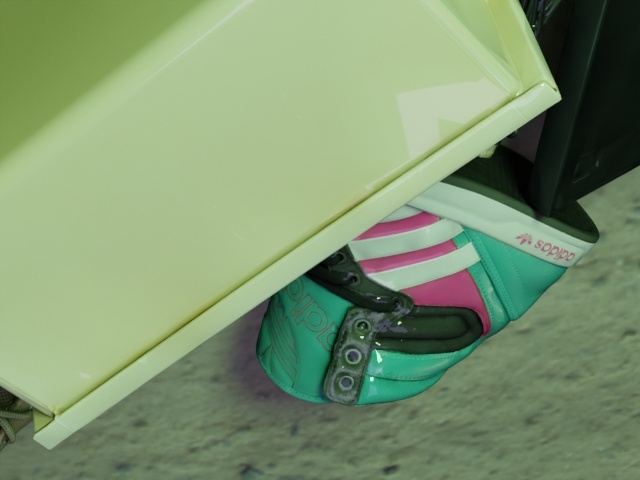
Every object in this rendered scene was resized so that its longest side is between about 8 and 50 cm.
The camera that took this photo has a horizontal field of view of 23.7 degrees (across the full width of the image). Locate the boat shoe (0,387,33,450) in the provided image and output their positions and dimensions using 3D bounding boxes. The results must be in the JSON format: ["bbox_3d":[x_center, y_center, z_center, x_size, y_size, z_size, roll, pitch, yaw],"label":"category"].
[{"bbox_3d":[-0.200,0.076,0.891,0.324,0.116,0.123,-35,130,20],"label":"boat shoe"}]

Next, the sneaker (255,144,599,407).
[{"bbox_3d":[0.000,0.000,0.867,0.295,0.124,0.178,24,114,-31],"label":"sneaker"}]

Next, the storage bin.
[{"bbox_3d":[-0.071,-0.099,0.655,0.262,0.260,0.123,-35,131,20],"label":"storage bin"}]

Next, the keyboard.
[{"bbox_3d":[0.147,-0.147,0.750,0.201,0.033,0.317,-26,139,-38],"label":"keyboard"}]
